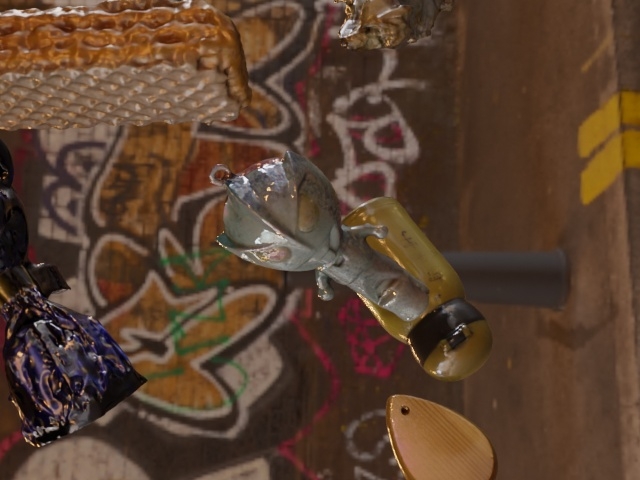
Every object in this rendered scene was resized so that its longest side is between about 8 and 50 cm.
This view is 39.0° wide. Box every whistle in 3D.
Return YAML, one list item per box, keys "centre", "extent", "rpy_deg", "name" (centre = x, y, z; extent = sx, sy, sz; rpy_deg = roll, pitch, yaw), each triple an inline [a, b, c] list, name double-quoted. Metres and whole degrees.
- centre: [0.000, -0.001, 1.148]
  extent: [0.142, 0.346, 0.134]
  rpy_deg: [-61, 28, -6]
  name: "whistle"

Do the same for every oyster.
- centre: [0.111, -0.337, 1.258]
  extent: [0.337, 0.198, 0.133]
  rpy_deg: [-56, -55, -68]
  name: "oyster"

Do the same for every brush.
- centre: [0.227, 0.418, 1.773]
  extent: [0.266, 0.174, 0.166]
  rpy_deg: [47, 166, 25]
  name: "brush"

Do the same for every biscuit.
- centre: [-0.239, -0.114, 0.617]
  extent: [0.094, 0.379, 0.054]
  rpy_deg: [81, -173, -72]
  name: "biscuit"

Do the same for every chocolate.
- centre: [-0.305, 0.031, 0.898]
  extent: [0.343, 0.126, 0.148]
  rpy_deg: [60, -168, 5]
  name: "chocolate"

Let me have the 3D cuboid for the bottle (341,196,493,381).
- centre: [0.168, 0.099, 1.628]
  extent: [0.351, 0.171, 0.171]
  rpy_deg: [54, 157, 27]
  name: "bottle"
